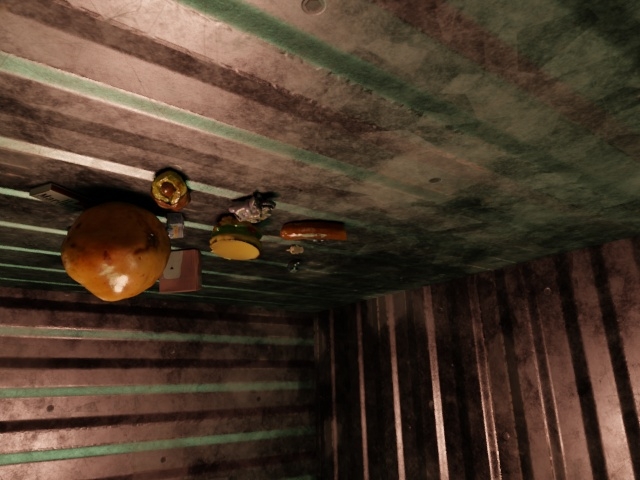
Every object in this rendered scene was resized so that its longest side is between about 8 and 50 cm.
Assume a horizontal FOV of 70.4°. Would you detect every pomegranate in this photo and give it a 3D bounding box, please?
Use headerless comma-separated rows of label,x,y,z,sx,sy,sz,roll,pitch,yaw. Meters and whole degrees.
pomegranate,-0.783,0.041,1.726,0.409,0.411,0.410,-1,163,0

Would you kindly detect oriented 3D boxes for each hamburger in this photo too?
hamburger,-0.353,-0.017,1.928,0.236,0.149,0.237,1,154,0

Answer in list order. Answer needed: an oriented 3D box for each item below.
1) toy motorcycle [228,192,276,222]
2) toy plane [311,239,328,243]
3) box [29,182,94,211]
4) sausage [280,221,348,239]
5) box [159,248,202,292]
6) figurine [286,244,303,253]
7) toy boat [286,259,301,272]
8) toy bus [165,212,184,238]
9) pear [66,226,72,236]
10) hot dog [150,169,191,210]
toy motorcycle,-0.270,-0.118,1.736,0.152,0.073,0.225,10,160,-25
toy plane,0.000,0.000,2.202,0.083,0.031,0.078,6,177,-15
box,-0.928,-0.153,1.634,0.115,0.036,0.177,-9,161,22
sausage,-0.026,-0.040,1.992,0.301,0.076,0.103,1,162,-8
box,-0.725,0.161,2.361,0.214,0.216,0.086,-5,173,12
figurine,-0.132,0.046,2.330,0.083,0.047,0.050,5,178,-43
toy boat,-0.147,0.146,2.615,0.055,0.060,0.141,8,157,-24
toy bus,-0.614,-0.060,1.912,0.075,0.064,0.190,-2,163,-18
pear,-1.048,0.000,2.010,0.140,0.104,0.141,-4,165,-1
hot dog,-0.514,-0.153,1.568,0.123,0.093,0.261,0,163,-3
